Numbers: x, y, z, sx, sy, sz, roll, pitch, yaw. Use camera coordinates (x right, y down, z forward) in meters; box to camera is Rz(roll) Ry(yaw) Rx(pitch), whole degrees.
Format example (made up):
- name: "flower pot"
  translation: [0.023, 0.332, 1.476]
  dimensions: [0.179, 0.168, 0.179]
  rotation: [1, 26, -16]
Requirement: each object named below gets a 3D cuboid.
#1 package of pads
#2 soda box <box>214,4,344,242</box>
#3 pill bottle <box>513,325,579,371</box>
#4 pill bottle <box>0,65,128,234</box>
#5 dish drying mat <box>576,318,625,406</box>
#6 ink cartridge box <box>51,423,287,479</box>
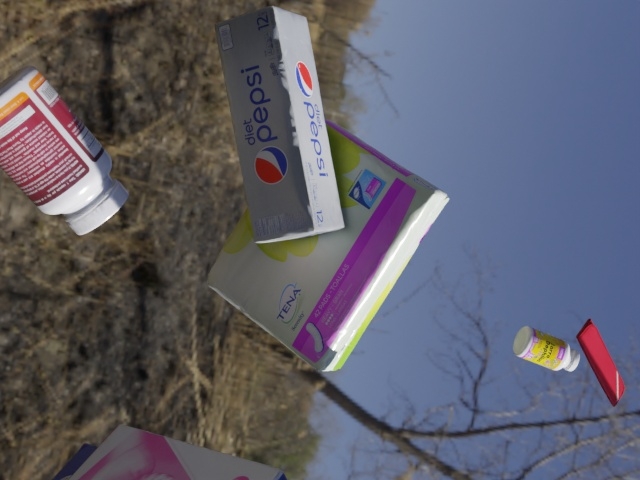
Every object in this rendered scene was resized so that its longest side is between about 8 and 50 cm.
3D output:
- name: "package of pads"
  translation: [0.000, 0.000, 1.225]
  dimensions: [0.297, 0.229, 0.101]
  rotation: [-59, 160, 11]
- name: "soda box"
  translation: [-0.051, -0.144, 1.132]
  dimensions: [0.098, 0.091, 0.287]
  rotation: [-10, 89, -65]
- name: "pill bottle"
  translation: [0.306, 0.149, 1.196]
  dimensions: [0.043, 0.083, 0.043]
  rotation: [-159, -90, -80]
- name: "pill bottle"
  translation: [-0.255, -0.081, 0.834]
  dimensions: [0.086, 0.152, 0.086]
  rotation: [-31, -156, 15]
- name: "dish drying mat"
  translation: [0.272, 0.118, 0.854]
  dimensions: [0.008, 0.083, 0.032]
  rotation: [-13, -158, 49]
- name: "ink cartridge box"
  translation: [-0.243, 0.326, 0.880]
  dimensions: [0.324, 0.330, 0.072]
  rotation: [-49, 133, -42]
